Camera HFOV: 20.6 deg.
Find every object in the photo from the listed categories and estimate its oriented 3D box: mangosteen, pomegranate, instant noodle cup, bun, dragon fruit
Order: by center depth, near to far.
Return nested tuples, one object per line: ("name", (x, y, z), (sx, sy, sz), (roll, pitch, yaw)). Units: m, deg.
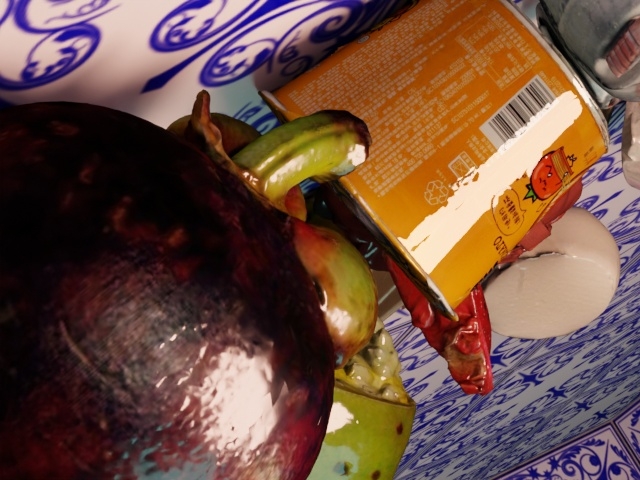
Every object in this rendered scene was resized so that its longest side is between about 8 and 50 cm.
("mangosteen", (-0.110, 0.043, 1.039), (0.359, 0.306, 0.306), (-37, 164, 1))
("instant noodle cup", (0.086, -0.074, 1.235), (0.172, 0.216, 0.216), (-40, 164, 0))
("dragon fruit", (0.109, 0.049, 1.343), (0.097, 0.131, 0.063), (10, 150, -42))
("pomegranate", (-0.074, 0.144, 1.545), (0.341, 0.260, 0.260), (11, 144, -25))
("bun", (0.238, 0.022, 1.917), (0.173, 0.119, 0.172), (-4, 140, -3))

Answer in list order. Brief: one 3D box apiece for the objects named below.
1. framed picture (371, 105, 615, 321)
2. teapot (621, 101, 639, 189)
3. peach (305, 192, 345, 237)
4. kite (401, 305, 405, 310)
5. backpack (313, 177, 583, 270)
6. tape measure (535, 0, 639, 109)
("framed picture", (0.159, -0.042, 1.669), (0.324, 0.020, 0.240), (-38, 166, -9))
("teapot", (0.387, -0.120, 1.712), (0.221, 0.178, 0.163), (-58, 147, -39))
("peach", (0.000, 0.000, 1.533), (0.098, 0.061, 0.098), (-32, 159, -14))
("kite", (0.140, 0.038, 2.001), (0.152, 0.005, 0.137), (-42, 163, 35))
("backpack", (0.117, -0.045, 1.442), (0.229, 0.139, 0.229), (-20, 151, -11))
("tape measure", (0.285, -0.207, 1.270), (0.256, 0.147, 0.275), (-29, 165, -7))
